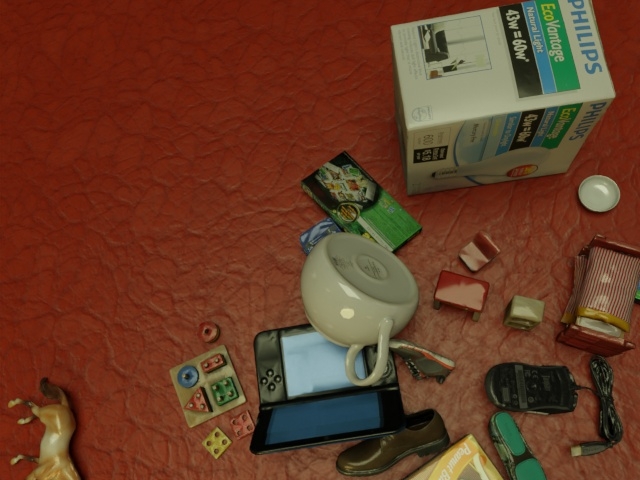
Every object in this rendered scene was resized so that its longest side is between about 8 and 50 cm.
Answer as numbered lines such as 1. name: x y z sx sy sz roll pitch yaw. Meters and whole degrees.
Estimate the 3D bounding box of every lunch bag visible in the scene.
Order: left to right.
1. lunch bag: 0.000 0.000 1.371 0.098 0.065 0.067 -35 71 -5

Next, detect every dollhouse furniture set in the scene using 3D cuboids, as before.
1. dollhouse furniture set: 0.431 0.079 1.241 0.374 0.152 0.201 16 75 12

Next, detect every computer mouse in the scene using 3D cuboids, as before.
1. computer mouse: 0.449 0.326 1.213 0.262 0.060 0.184 -3 67 -6

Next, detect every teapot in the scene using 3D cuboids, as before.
1. teapot: 0.059 0.123 1.228 0.252 0.256 0.187 35 119 9

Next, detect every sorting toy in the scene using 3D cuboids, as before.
1. sorting toy: -0.239 0.313 1.314 0.132 0.046 0.274 -25 71 0

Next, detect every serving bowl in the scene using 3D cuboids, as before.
1. serving bowl: 0.594 -0.097 1.341 0.083 0.027 0.083 -2 72 6

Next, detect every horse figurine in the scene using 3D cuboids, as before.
1. horse figurine: -0.576 0.420 1.316 0.174 0.066 0.263 -4 74 12

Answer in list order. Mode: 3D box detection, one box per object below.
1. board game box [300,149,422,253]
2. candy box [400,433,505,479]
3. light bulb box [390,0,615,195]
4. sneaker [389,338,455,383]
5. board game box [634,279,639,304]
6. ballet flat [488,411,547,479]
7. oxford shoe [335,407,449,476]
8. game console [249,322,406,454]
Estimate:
1. board game box: 0.089 -0.075 1.389 0.136 0.030 0.260 -35 70 -20
2. candy box: 0.206 0.526 1.164 0.316 0.087 0.183 -33 72 -4
3. light bulb box: 0.336 -0.272 1.258 0.361 0.358 0.225 -8 74 6
4. sneaker: 0.197 0.245 1.244 0.158 0.061 0.065 25 88 -18
5. board game box: 0.743 0.095 1.256 0.201 0.035 0.136 22 77 14
6. ballet flat: 0.374 0.420 1.187 0.070 0.070 0.188 -18 64 2
7. oxford shoe: 0.129 0.381 1.208 0.227 0.083 0.096 -22 112 -5
8. game console: 0.005 0.271 1.228 0.293 0.173 0.250 -10 72 4
